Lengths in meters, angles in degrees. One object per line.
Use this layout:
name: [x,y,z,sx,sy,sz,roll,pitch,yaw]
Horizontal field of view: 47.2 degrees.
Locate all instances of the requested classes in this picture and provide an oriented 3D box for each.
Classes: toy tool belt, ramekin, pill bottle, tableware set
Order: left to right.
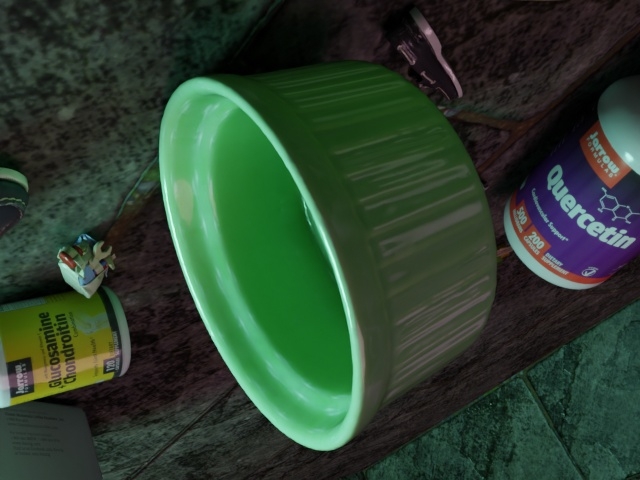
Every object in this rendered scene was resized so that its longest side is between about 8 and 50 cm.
pill bottle: [-0.299,0.112,0.756,0.184,0.103,0.103,-12,152,-31]
toy tool belt: [-0.226,0.016,0.714,0.051,0.052,0.083,-50,171,-27]
ramekin: [0.000,0.000,0.603,0.148,0.303,0.303,-22,157,-27]
tableware set: [0.263,0.038,1.272,0.154,0.024,0.104,-19,159,-18]
pill bottle: [0.391,-0.084,0.950,0.182,0.181,0.323,-12,152,-29]

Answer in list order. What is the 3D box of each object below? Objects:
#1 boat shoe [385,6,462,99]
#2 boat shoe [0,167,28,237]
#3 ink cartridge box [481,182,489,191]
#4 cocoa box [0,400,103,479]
boat shoe: [0.096,-0.161,0.666,0.038,0.046,0.125,-32,153,13]
boat shoe: [-0.335,0.029,0.579,0.255,0.079,0.095,-28,156,4]
ink cartridge box: [0.072,-0.004,0.940,0.296,0.066,0.261,-34,180,17]
cocoa box: [-0.458,0.340,0.901,0.228,0.231,0.347,-29,156,9]
